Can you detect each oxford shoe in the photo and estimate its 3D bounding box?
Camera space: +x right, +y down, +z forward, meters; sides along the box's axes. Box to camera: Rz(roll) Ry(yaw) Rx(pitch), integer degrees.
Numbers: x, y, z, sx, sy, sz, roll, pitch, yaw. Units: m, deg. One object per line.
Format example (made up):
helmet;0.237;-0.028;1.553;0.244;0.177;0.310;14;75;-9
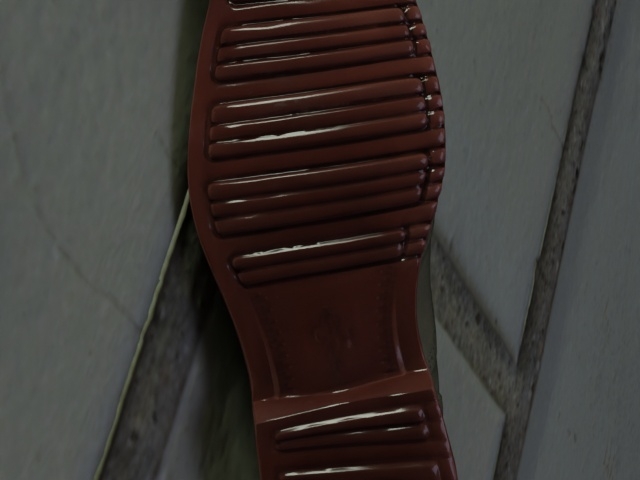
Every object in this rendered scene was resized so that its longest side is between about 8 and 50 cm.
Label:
oxford shoe;0.000;0.000;0.835;0.130;0.123;0.348;-95;-178;-82
